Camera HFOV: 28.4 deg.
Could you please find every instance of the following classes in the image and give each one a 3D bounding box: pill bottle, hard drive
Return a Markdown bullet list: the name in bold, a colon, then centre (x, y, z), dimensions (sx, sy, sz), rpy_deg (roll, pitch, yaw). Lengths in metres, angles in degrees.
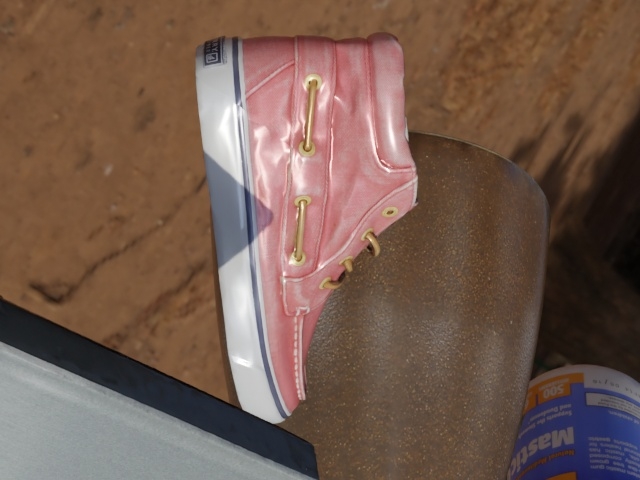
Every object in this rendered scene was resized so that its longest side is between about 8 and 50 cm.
- **pill bottle**: centre (0.245, 0.254, 1.146), dimensions (0.272, 0.152, 0.152), rpy_deg (-79, -169, -54)
- **hard drive**: centre (-0.079, 0.063, 0.360), dimensions (0.094, 0.135, 0.022), rpy_deg (-34, -135, 27)

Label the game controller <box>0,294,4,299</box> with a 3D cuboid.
- **game controller**: centre (-0.255, 0.076, 0.648), dimensions (0.319, 0.166, 0.067), rpy_deg (-25, -119, 54)

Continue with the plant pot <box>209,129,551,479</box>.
- **plant pot**: centre (0.033, 0.088, 0.744), dimensions (0.215, 0.215, 0.230), rpy_deg (106, -12, -59)

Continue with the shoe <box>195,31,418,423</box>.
- **shoe**: centre (0.000, 0.000, 0.514), dimensions (0.063, 0.081, 0.178), rpy_deg (-93, 178, -59)
